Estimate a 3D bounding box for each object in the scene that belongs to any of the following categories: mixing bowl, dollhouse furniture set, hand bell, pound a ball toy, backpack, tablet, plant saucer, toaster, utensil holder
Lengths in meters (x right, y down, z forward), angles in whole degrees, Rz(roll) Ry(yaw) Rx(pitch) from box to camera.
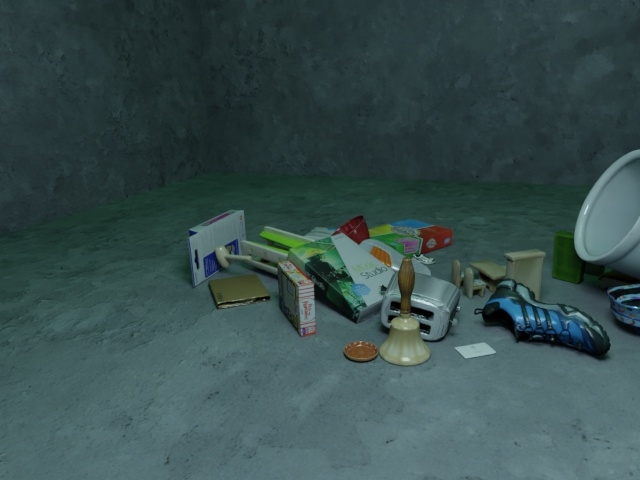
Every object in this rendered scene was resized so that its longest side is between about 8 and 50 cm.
[{"bbox_3d":[0.116,0.000,1.869,0.181,0.098,0.181,-37,13,10],"label":"mixing bowl"},{"bbox_3d":[0.913,0.057,1.559,0.197,0.152,0.301,-17,23,-39],"label":"dollhouse furniture set"},{"bbox_3d":[0.197,0.155,1.174,0.126,0.242,0.126,-2,17,1],"label":"hand bell"},{"bbox_3d":[-0.178,0.070,1.701,0.319,0.136,0.208,15,37,42],"label":"pound a ball toy"},{"bbox_3d":[0.814,0.175,1.250,0.173,0.117,0.158,1,18,6],"label":"backpack"},{"bbox_3d":[0.371,0.263,1.204,0.083,0.006,0.054,-6,17,-13],"label":"tablet"},{"bbox_3d":[0.098,0.268,1.206,0.083,0.013,0.083,-1,18,0],"label":"plant saucer"},{"bbox_3d":[0.542,0.083,1.500,0.212,0.161,0.242,-7,18,-14],"label":"dollhouse furniture set"},{"bbox_3d":[0.247,0.166,1.306,0.226,0.129,0.146,15,24,16],"label":"toaster"},{"bbox_3d":[0.963,-0.025,1.358,0.385,0.328,0.328,21,19,0],"label":"utensil holder"}]

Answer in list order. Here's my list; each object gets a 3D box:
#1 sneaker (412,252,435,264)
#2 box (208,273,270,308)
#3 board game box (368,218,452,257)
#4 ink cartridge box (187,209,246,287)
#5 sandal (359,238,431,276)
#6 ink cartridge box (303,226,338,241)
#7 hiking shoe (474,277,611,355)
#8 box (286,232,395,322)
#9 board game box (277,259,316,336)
[{"bbox_3d":[0.369,0.064,1.792,0.083,0.037,0.032,1,16,5],"label":"sneaker"},{"bbox_3d":[-0.260,0.157,1.588,0.164,0.021,0.201,-7,17,-18],"label":"box"},{"bbox_3d":[0.324,-0.006,1.974,0.316,0.064,0.242,-15,22,-36],"label":"board game box"},{"bbox_3d":[-0.378,0.017,1.790,0.069,0.176,0.371,4,18,18],"label":"ink cartridge box"},{"bbox_3d":[0.240,0.088,1.691,0.265,0.076,0.102,29,44,21],"label":"sandal"},{"bbox_3d":[0.000,0.000,1.997,0.104,0.060,0.180,5,19,19],"label":"ink cartridge box"},{"bbox_3d":[0.542,0.214,1.233,0.132,0.113,0.304,-42,39,-17],"label":"hiking shoe"},{"bbox_3d":[0.085,0.100,1.511,0.232,0.059,0.322,-17,41,-40],"label":"box"},{"bbox_3d":[-0.069,0.154,1.371,0.045,0.147,0.193,-9,19,-19],"label":"board game box"}]
